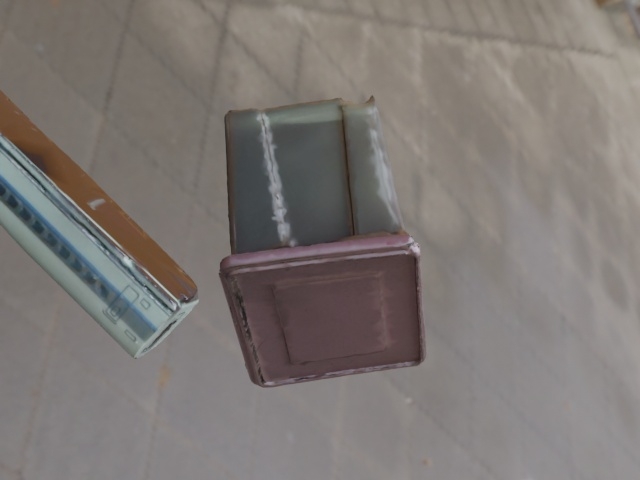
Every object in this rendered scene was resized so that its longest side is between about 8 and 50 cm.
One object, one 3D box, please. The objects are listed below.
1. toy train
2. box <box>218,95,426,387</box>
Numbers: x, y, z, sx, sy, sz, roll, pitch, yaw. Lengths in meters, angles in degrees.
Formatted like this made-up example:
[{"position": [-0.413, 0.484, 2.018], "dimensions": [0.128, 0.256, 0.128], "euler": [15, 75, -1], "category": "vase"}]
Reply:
[{"position": [-0.174, -0.037, 0.802], "dimensions": [0.252, 0.048, 0.055], "euler": [44, 13, 6], "category": "toy train"}, {"position": [0.000, 0.000, 0.452], "dimensions": [0.084, 0.060, 0.063], "euler": [79, 5, -61], "category": "box"}]
